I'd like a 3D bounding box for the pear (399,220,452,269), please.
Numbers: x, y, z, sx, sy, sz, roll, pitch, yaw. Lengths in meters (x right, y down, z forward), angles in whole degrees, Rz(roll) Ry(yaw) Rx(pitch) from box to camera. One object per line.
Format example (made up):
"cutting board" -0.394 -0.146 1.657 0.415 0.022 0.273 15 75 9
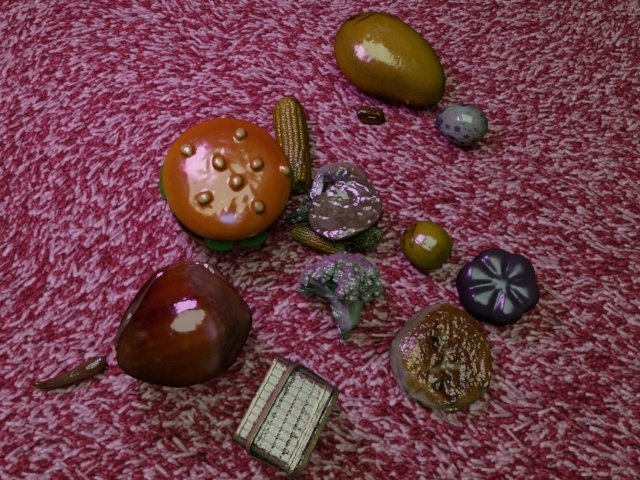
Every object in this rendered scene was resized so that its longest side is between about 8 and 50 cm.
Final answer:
"pear" 0.330 0.014 1.374 0.162 0.149 0.149 39 73 7

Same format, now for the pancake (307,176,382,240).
"pancake" 0.075 -0.097 1.373 0.222 0.042 0.236 28 68 21

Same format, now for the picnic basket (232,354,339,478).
"picnic basket" -0.077 0.442 1.112 0.175 0.313 0.228 26 70 9

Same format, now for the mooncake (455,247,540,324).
"mooncake" 0.543 0.140 1.345 0.245 0.133 0.245 -2 71 5

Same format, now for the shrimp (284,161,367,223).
"shrimp" 0.013 -0.158 1.451 0.317 0.062 0.164 -26 94 -13

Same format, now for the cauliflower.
"cauliflower" 0.073 0.166 1.301 0.256 0.239 0.315 -3 86 -44

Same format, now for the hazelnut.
"hazelnut" -0.370 0.231 1.185 0.372 0.372 0.315 -24 111 -10

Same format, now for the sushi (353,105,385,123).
"sushi" 0.179 -0.461 1.600 0.120 0.052 0.055 3 51 3

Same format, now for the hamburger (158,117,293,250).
"hamburger" -0.284 -0.157 1.314 0.396 0.277 0.395 2 78 -11

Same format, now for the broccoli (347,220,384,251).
"broccoli" 0.142 -0.027 1.407 0.120 0.131 0.130 4 48 -41

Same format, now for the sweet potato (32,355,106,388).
"sweet potato" -0.716 0.388 1.258 0.214 0.050 0.050 -22 71 -6

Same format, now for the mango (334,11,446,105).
"mango" 0.256 -0.642 1.585 0.445 0.220 0.301 37 70 8

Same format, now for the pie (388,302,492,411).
"pie" 0.359 0.340 1.282 0.315 0.092 0.315 1 69 -3

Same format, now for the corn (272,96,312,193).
"corn" -0.097 -0.332 1.510 0.120 0.120 0.363 -5 72 -3

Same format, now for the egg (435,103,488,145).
"egg" 0.494 -0.409 1.542 0.182 0.141 0.141 23 70 16

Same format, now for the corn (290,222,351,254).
"corn" 0.000 0.000 1.411 0.207 0.068 0.068 21 70 5
